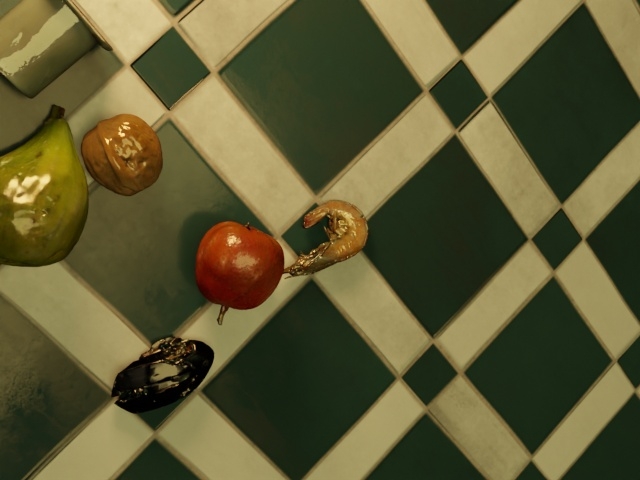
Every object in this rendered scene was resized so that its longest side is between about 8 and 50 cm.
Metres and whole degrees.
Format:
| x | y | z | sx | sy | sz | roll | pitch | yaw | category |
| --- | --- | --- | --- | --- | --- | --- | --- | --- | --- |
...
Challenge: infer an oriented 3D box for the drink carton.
| x | y | z | sx | sy | sz | roll | pitch | yaw | category |
| --- | --- | --- | --- | --- | --- | --- | --- | --- | --- |
| -0.514 | -0.373 | 1.531 | 0.189 | 0.191 | 0.185 | -45 | 117 | 0 | drink carton |

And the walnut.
| x | y | z | sx | sy | sz | roll | pitch | yaw | category |
| --- | --- | --- | --- | --- | --- | --- | --- | --- | --- |
| -0.391 | -0.168 | 1.638 | 0.166 | 0.149 | 0.167 | -2 | 122 | -4 | walnut |

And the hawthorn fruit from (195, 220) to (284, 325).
| x | y | z | sx | sy | sz | roll | pitch | yaw | category |
| --- | --- | --- | --- | --- | --- | --- | --- | --- | --- |
| -0.179 | 0.074 | 1.753 | 0.196 | 0.196 | 0.226 | 17 | 99 | -26 | hawthorn fruit |

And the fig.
| x | y | z | sx | sy | sz | roll | pitch | yaw | category |
| --- | --- | --- | --- | --- | --- | --- | --- | --- | --- |
| -0.534 | -0.092 | 1.538 | 0.233 | 0.233 | 0.314 | 26 | 94 | -26 | fig |

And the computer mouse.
| x | y | z | sx | sy | sz | roll | pitch | yaw | category |
| --- | --- | --- | --- | --- | --- | --- | --- | --- | --- |
| -0.335 | 0.294 | 1.783 | 0.241 | 0.077 | 0.147 | -24 | 107 | -18 | computer mouse |

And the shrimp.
| x | y | z | sx | sy | sz | roll | pitch | yaw | category |
| --- | --- | --- | --- | --- | --- | --- | --- | --- | --- |
| -0.001 | 0.000 | 1.896 | 0.251 | 0.052 | 0.144 | -31 | 100 | -24 | shrimp |
